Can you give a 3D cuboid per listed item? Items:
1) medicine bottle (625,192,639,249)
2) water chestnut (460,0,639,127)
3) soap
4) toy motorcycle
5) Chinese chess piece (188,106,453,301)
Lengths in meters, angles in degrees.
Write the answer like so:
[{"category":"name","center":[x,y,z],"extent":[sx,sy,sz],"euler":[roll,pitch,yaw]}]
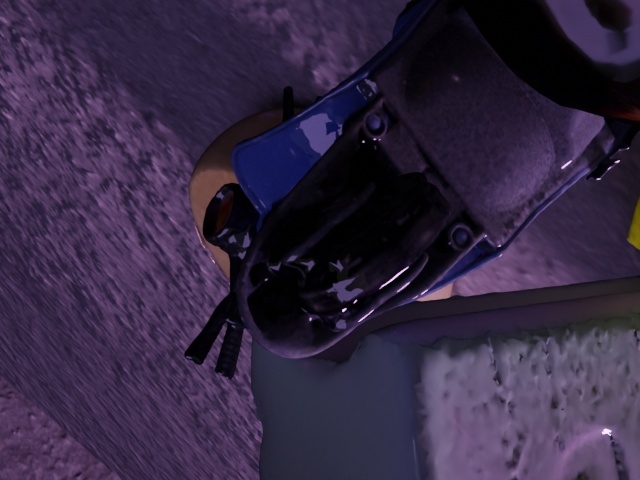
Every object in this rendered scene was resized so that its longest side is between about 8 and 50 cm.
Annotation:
[{"category":"medicine bottle","center":[0.291,-0.012,0.717],"extent":[0.250,0.141,0.137],"euler":[35,152,22]},{"category":"water chestnut","center":[0.168,-0.147,0.559],"extent":[0.289,0.244,0.289],"euler":[32,157,16]},{"category":"soap","center":[0.176,0.157,0.916],"extent":[0.156,0.446,0.261],"euler":[-5,89,50]},{"category":"toy motorcycle","center":[0.060,-0.060,0.754],"extent":[0.125,0.358,0.213],"euler":[52,147,-11]},{"category":"Chinese chess piece","center":[0.000,0.000,1.276],"extent":[0.251,0.097,0.251],"euler":[36,155,20]}]
